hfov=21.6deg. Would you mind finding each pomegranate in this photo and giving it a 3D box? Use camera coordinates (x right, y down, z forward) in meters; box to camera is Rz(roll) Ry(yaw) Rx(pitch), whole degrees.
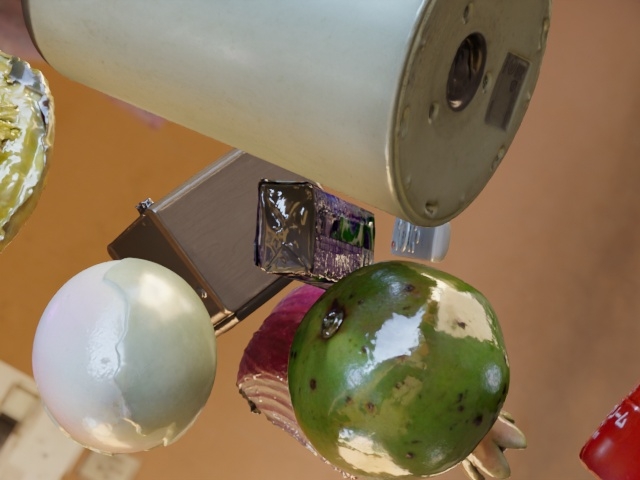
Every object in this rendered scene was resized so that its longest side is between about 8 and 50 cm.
[{"bbox_3d":[0.082,0.121,1.367,0.187,0.225,0.187,-28,42,28],"label":"pomegranate"}]

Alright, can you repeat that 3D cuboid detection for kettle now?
[{"bbox_3d":[-0.010,-0.184,1.409,0.361,0.377,0.250,5,-75,-63],"label":"kettle"}]

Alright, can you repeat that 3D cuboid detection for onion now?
[{"bbox_3d":[0.024,0.159,2.265,0.247,0.250,0.111,-52,-16,-12],"label":"onion"}]

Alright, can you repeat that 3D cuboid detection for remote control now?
[{"bbox_3d":[0.110,-0.003,1.828,0.184,0.027,0.050,-169,90,-78],"label":"remote control"}]

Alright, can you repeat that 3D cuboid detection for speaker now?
[{"bbox_3d":[-0.115,-0.007,2.117,0.231,0.192,0.153,-37,0,-35],"label":"speaker"}]

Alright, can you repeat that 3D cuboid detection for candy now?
[{"bbox_3d":[0.000,0.000,1.638,0.312,0.061,0.088,24,-111,-77],"label":"candy"}]

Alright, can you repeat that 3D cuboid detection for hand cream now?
[{"bbox_3d":[0.319,0.193,1.387,0.125,0.193,0.193,-50,-5,-1],"label":"hand cream"}]

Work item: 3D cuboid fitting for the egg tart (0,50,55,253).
[{"bbox_3d":[-0.452,-0.096,1.882,0.341,0.341,0.132,-61,-36,-8],"label":"egg tart"}]

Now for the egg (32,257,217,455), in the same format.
[{"bbox_3d":[-0.189,0.117,1.633,0.183,0.183,0.217,-63,13,11],"label":"egg"}]
